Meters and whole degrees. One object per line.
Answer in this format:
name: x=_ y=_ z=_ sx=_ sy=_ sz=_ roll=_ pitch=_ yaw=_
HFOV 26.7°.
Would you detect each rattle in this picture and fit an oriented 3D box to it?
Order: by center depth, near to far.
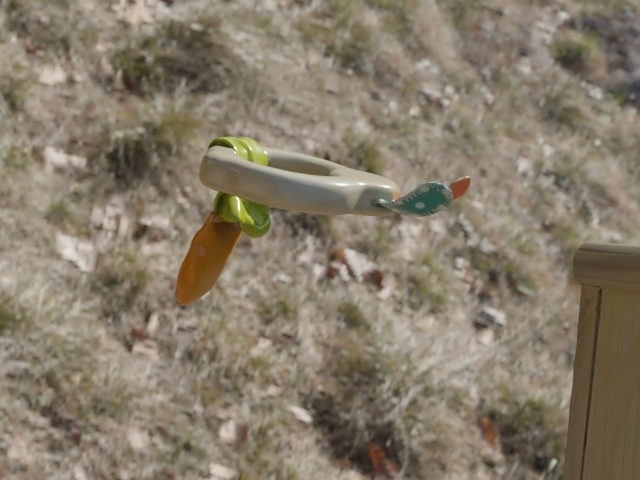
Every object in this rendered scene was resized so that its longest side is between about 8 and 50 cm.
rattle: x=0.000 y=0.000 z=1.018 sx=0.199 sy=0.143 sz=0.130 roll=14 pitch=-5 yaw=-3

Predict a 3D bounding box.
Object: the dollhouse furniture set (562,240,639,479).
dollhouse furniture set: x=0.298 y=0.147 z=0.573 sx=0.394 sy=0.256 sz=0.362 roll=5 pitch=1 yaw=-31
